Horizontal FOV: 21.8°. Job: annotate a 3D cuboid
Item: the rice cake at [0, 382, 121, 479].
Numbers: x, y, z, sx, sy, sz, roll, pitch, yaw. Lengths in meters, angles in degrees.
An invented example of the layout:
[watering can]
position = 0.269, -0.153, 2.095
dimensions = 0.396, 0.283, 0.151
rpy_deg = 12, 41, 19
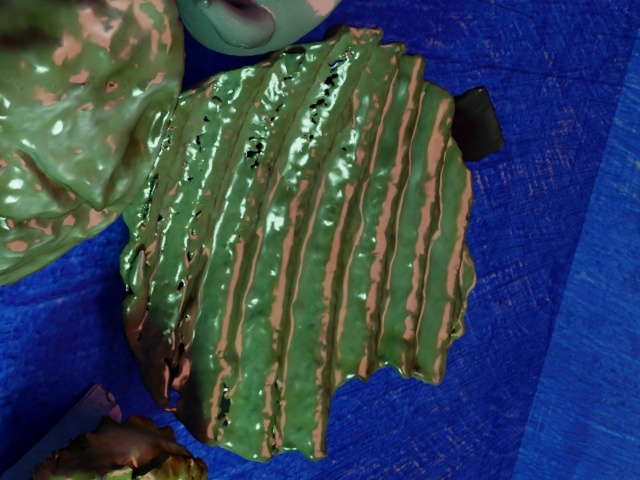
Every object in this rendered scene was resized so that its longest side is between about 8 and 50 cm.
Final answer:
[rice cake]
position = -0.238, 0.193, 1.410
dimensions = 0.211, 0.034, 0.043
rpy_deg = -43, 154, -49

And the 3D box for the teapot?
[teapot]
position = -0.072, -0.259, 1.305
dimensions = 0.149, 0.162, 0.239
rpy_deg = 46, 39, -53

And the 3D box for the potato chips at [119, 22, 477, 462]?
[potato chips]
position = -0.003, -0.007, 1.482
dimensions = 0.373, 0.097, 0.389
rpy_deg = -23, 119, -26

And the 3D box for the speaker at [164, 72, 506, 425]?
[speaker]
position = 0.015, 0.011, 1.649
dimensions = 0.388, 0.184, 0.180
rpy_deg = -64, 157, -12

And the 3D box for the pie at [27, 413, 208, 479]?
[pie]
position = -0.207, 0.280, 1.411
dimensions = 0.288, 0.103, 0.354
rpy_deg = -57, 167, -5

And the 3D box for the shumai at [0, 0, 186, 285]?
[shumai]
position = -0.270, -0.082, 0.856
dimensions = 0.288, 0.292, 0.330
rpy_deg = -27, 154, -50
